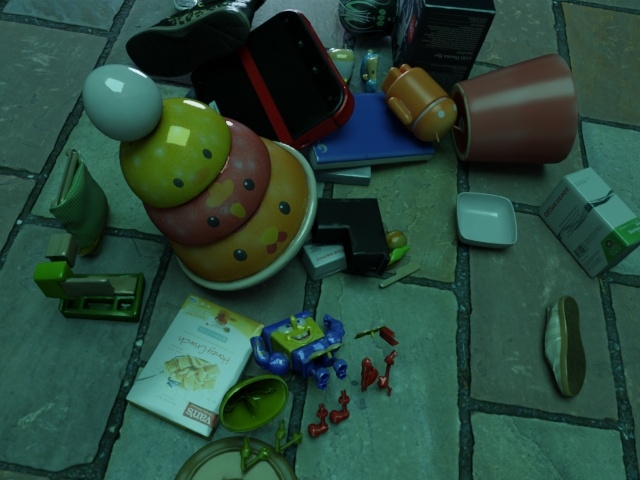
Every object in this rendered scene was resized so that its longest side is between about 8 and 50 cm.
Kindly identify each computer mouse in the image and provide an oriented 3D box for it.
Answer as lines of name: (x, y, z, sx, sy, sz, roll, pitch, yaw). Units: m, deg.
computer mouse: (-0.397, -0.722, 1.681, 0.106, 0.042, 0.192, 6, 52, -9)

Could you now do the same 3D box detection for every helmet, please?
helmet: (0.132, -0.661, 1.635, 0.162, 0.169, 0.169, 5, 58, -6)

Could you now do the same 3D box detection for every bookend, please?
bookend: (0.052, -0.007, 1.197, 0.156, 0.072, 0.157, -2, 58, -13)

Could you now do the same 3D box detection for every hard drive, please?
hard drive: (0.106, -0.282, 1.421, 0.319, 0.040, 0.210, -8, 62, -21)

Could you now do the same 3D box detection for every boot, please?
boot: (-0.309, -0.582, 1.494, 0.378, 0.138, 0.284, -8, 44, 31)

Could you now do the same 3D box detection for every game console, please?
game console: (-0.126, -0.364, 1.391, 0.342, 0.060, 0.386, -31, 62, 11)

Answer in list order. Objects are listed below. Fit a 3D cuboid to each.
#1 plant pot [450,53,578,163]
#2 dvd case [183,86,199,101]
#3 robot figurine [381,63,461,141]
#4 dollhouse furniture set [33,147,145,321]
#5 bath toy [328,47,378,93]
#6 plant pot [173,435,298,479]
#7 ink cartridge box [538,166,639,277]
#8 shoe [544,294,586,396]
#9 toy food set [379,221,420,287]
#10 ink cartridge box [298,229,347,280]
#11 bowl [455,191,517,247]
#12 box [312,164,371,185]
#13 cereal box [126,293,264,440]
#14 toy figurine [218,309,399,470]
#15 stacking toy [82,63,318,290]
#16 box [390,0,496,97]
plant pot: (0.464, -0.308, 1.413, 0.243, 0.275, 0.274, -8, 59, 1)
dvd case: (-0.308, -0.291, 1.437, 0.165, 0.018, 0.221, 24, 59, 8)
robot figurine: (0.248, -0.335, 1.395, 0.128, 0.158, 0.219, -42, 73, 14)
dollhouse furniture set: (-0.437, -0.013, 1.143, 0.151, 0.197, 0.301, 2, 59, -4)
bath toy: (-0.024, -0.457, 1.513, 0.349, 0.151, 0.128, 5, 80, 2)
plant pot: (-0.148, 0.458, 0.985, 0.237, 0.032, 0.236, 4, 58, -6)
ink cartridge box: (0.628, -0.043, 1.317, 0.087, 0.153, 0.208, -22, 64, -20)
shoe: (0.514, 0.225, 1.201, 0.077, 0.058, 0.219, 27, 58, -27)
toy food set: (0.133, 0.006, 1.290, 0.132, 0.038, 0.192, -26, 64, -25)
ink cartridge box: (0.000, 0.000, 1.267, 0.109, 0.063, 0.150, -21, 63, -20)
bowl: (0.387, -0.042, 1.346, 0.142, 0.053, 0.141, 6, 58, -2)
box: (0.052, -0.227, 1.429, 0.145, 0.038, 0.186, 5, 57, -5)
cereal box: (-0.235, 0.239, 1.100, 0.173, 0.047, 0.240, 22, 58, 7)
toy figurine: (-0.055, 0.239, 1.095, 0.363, 0.191, 0.217, -21, 33, -25)
stacking toy: (-0.249, -0.136, 1.039, 0.351, 0.480, 0.350, -12, 62, 23)
box: (0.310, -0.595, 1.527, 0.179, 0.312, 0.343, 3, 57, -4)
